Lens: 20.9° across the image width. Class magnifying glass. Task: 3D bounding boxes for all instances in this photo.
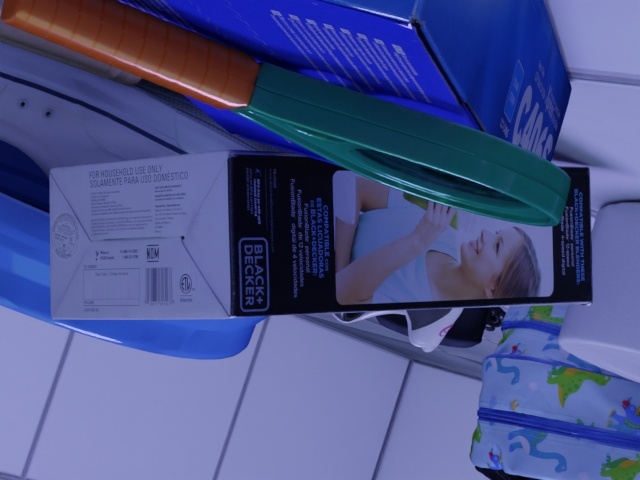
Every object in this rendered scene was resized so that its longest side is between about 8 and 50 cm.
[{"bbox_3d":[-0.007,-0.051,0.648,0.231,0.026,0.092,18,175,-24],"label":"magnifying glass"}]

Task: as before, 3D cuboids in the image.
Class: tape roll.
[{"bbox_3d":[0.307,0.065,1.164,0.286,0.100,0.286,17,175,2],"label":"tape roll"}]

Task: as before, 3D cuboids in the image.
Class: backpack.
[{"bbox_3d":[0.312,0.181,1.700,0.355,0.273,0.290,-4,-172,-29],"label":"backpack"}]

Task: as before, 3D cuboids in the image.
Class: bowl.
[{"bbox_3d":[-0.209,-0.021,1.291,0.391,0.077,0.391,23,-172,-3],"label":"bowl"}]

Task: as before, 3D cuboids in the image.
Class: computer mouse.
[{"bbox_3d":[0.123,0.057,1.895,0.188,0.072,0.272,16,-173,3],"label":"computer mouse"}]

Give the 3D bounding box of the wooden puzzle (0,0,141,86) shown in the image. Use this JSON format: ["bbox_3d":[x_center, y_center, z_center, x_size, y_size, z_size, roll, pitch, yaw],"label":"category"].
[{"bbox_3d":[-0.198,-0.148,1.016,0.221,0.044,0.239,19,179,-12],"label":"wooden puzzle"}]

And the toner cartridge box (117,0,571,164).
[{"bbox_3d":[0.002,-0.093,0.706,0.165,0.075,0.348,16,174,14],"label":"toner cartridge box"}]

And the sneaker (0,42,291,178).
[{"bbox_3d":[-0.142,-0.073,1.187,0.258,0.091,0.094,23,-162,-2],"label":"sneaker"}]

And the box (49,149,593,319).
[{"bbox_3d":[0.006,-0.001,1.015,0.290,0.087,0.169,0,178,-42],"label":"box"}]

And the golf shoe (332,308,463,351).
[{"bbox_3d":[0.000,0.000,1.425,0.273,0.120,0.105,17,176,27],"label":"golf shoe"}]
